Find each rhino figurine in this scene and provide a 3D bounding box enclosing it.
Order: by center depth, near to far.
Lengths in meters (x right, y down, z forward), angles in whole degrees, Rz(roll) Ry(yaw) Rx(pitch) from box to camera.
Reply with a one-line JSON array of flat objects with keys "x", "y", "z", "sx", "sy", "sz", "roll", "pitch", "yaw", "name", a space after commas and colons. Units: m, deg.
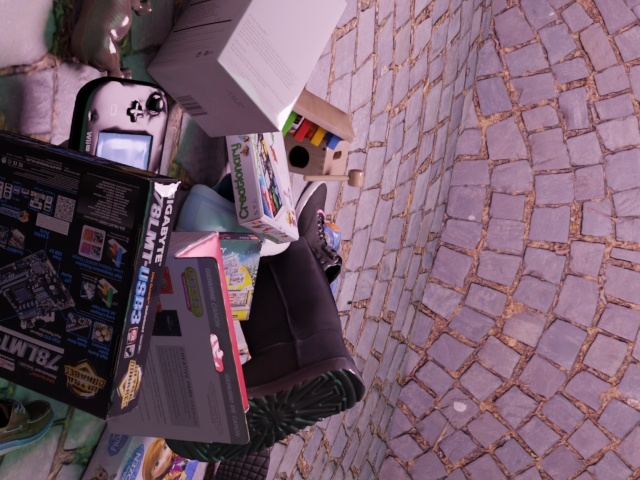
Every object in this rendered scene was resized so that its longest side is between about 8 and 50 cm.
[{"x": -0.288, "y": -0.350, "z": 1.255, "sx": 0.106, "sy": 0.073, "sz": 0.243, "roll": 12, "pitch": 92, "yaw": -72, "name": "rhino figurine"}]

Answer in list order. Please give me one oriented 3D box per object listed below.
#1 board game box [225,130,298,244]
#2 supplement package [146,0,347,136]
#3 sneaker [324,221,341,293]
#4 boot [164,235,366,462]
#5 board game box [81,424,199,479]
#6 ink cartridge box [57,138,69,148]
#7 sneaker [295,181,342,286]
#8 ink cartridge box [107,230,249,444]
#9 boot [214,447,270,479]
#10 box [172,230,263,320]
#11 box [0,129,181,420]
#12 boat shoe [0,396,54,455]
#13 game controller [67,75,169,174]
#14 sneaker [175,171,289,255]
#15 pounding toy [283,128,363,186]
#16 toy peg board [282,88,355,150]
[{"x": -0.116, "y": -0.159, "z": 1.672, "sx": 0.193, "sy": 0.053, "sz": 0.305, "roll": 32, "pitch": 46, "yaw": -68, "name": "board game box"}, {"x": -0.116, "y": -0.342, "z": 1.488, "sx": 0.177, "sy": 0.175, "sz": 0.293, "roll": 47, "pitch": 58, "yaw": -38, "name": "supplement package"}, {"x": -0.009, "y": 0.064, "z": 2.288, "sx": 0.087, "sy": 0.083, "sz": 0.221, "roll": -19, "pitch": 118, "yaw": -49, "name": "sneaker"}, {"x": -0.134, "y": 0.191, "z": 1.724, "sx": 0.445, "sy": 0.367, "sz": 0.146, "roll": -111, "pitch": -174, "yaw": -54, "name": "boot"}, {"x": -0.311, "y": 0.380, "z": 1.730, "sx": 0.318, "sy": 0.066, "sz": 0.319, "roll": 59, "pitch": 49, "yaw": -62, "name": "board game box"}, {"x": -0.360, "y": -0.068, "z": 1.245, "sx": 0.092, "sy": 0.090, "sz": 0.143, "roll": 28, "pitch": 78, "yaw": -69, "name": "ink cartridge box"}, {"x": 0.000, "y": 0.000, "z": 2.143, "sx": 0.296, "sy": 0.146, "sz": 0.104, "roll": -70, "pitch": 157, "yaw": -14, "name": "sneaker"}, {"x": -0.221, "y": 0.150, "z": 1.403, "sx": 0.130, "sy": 0.271, "sz": 0.310, "roll": -36, "pitch": 121, "yaw": -59, "name": "ink cartridge box"}, {"x": -0.183, "y": 0.585, "z": 2.156, "sx": 0.223, "sy": 0.118, "sz": 0.338, "roll": -48, "pitch": 158, "yaw": -73, "name": "boot"}, {"x": -0.224, "y": 0.065, "z": 1.578, "sx": 0.233, "sy": 0.044, "sz": 0.159, "roll": 1, "pitch": 109, "yaw": -34, "name": "box"}, {"x": -0.334, "y": 0.033, "z": 1.097, "sx": 0.073, "sy": 0.295, "sz": 0.293, "roll": -9, "pitch": 112, "yaw": -65, "name": "box"}, {"x": -0.452, "y": 0.264, "z": 1.284, "sx": 0.183, "sy": 0.066, "sz": 0.066, "roll": -30, "pitch": 131, "yaw": -62, "name": "boat shoe"}, {"x": -0.287, "y": -0.061, "z": 1.215, "sx": 0.166, "sy": 0.067, "sz": 0.319, "roll": -13, "pitch": 115, "yaw": -67, "name": "game controller"}, {"x": -0.144, "y": -0.057, "z": 1.746, "sx": 0.366, "sy": 0.135, "sz": 0.150, "roll": -13, "pitch": 121, "yaw": -67, "name": "sneaker"}, {"x": 0.005, "y": -0.184, "z": 1.935, "sx": 0.181, "sy": 0.206, "sz": 0.094, "roll": -22, "pitch": 125, "yaw": -64, "name": "pounding toy"}, {"x": -0.022, "y": -0.246, "z": 1.859, "sx": 0.079, "sy": 0.160, "sz": 0.161, "roll": -56, "pitch": -162, "yaw": 20, "name": "toy peg board"}]
